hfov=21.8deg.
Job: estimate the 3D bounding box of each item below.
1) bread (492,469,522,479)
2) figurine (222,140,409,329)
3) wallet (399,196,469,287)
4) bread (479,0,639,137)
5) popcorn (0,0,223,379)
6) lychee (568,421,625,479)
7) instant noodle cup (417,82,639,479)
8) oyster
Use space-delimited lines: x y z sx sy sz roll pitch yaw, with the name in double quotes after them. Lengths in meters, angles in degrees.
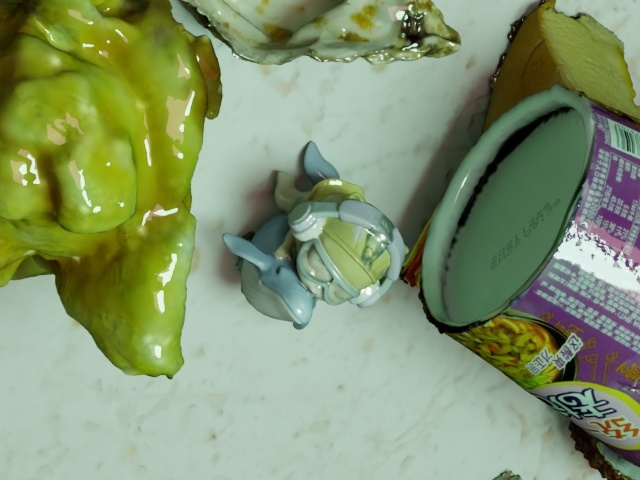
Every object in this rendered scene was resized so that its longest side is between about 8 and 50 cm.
0.180 0.300 1.775 0.109 0.043 0.062 -37 114 -13 "bread"
0.000 0.000 1.548 0.128 0.184 0.208 49 39 -28 "figurine"
0.199 0.030 1.705 0.241 0.067 0.141 31 85 -32 "wallet"
0.241 -0.148 1.678 0.140 0.169 0.160 20 55 -28 "bread"
-0.229 -0.063 1.373 0.290 0.326 0.321 16 65 -17 "popcorn"
0.355 0.180 1.751 0.188 0.188 0.188 -6 106 -23 "lychee"
0.264 0.031 1.535 0.266 0.340 0.340 26 92 -22 "instant noodle cup"
-0.034 -0.239 1.499 0.341 0.110 0.166 9 94 -23 "oyster"
